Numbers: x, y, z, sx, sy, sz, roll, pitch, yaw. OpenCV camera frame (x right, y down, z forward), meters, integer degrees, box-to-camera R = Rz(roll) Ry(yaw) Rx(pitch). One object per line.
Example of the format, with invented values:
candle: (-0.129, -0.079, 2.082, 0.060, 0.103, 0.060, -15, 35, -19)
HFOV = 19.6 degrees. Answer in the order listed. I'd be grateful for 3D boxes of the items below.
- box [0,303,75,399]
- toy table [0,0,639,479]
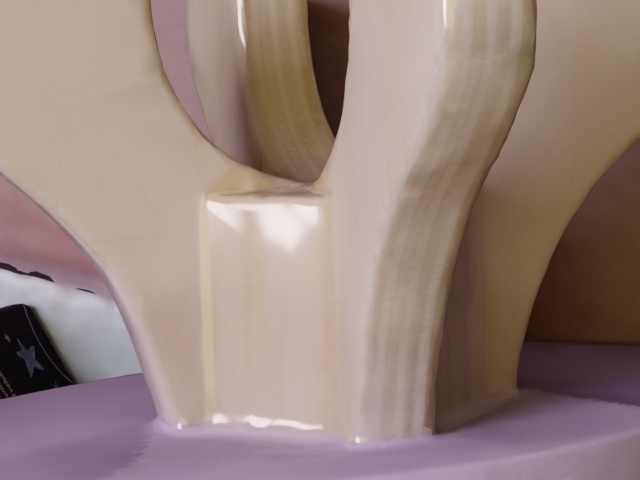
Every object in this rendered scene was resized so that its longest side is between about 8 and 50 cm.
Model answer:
box: (-0.136, 0.173, 0.662, 0.163, 0.142, 0.247, -31, 86, 17)
toy table: (0.000, 0.000, 0.560, 0.252, 0.274, 0.161, 11, 105, 60)
